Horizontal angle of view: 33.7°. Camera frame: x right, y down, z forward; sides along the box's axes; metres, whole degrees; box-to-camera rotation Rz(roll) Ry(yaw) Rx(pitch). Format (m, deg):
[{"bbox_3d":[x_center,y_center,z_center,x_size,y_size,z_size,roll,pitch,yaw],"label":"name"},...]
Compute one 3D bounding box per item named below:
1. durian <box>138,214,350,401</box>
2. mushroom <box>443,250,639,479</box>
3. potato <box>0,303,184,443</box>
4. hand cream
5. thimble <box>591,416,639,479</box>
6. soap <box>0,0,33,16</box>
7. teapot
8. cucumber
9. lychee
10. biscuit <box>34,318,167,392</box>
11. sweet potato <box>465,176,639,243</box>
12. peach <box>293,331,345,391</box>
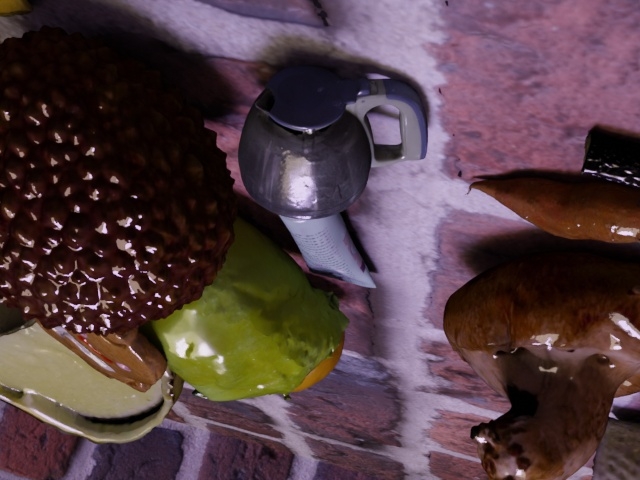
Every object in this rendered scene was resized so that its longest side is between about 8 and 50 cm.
[{"bbox_3d":[-0.155,0.058,1.234,0.256,0.204,0.340,6,155,39],"label":"durian"},{"bbox_3d":[0.254,0.123,1.102,0.267,0.254,0.267,21,-172,-3],"label":"mushroom"},{"bbox_3d":[-0.318,0.126,1.489,0.330,0.212,0.280,-22,127,31],"label":"potato"},{"bbox_3d":[0.000,0.000,1.158,0.085,0.058,0.331,10,161,14],"label":"hand cream"},{"bbox_3d":[0.493,0.408,1.580,0.150,0.271,0.271,4,158,28],"label":"thimble"},{"bbox_3d":[-0.279,-0.211,0.834,0.089,0.033,0.168,13,162,19],"label":"soap"},{"bbox_3d":[0.005,-0.081,0.851,0.149,0.111,0.108,19,148,11],"label":"teapot"},{"bbox_3d":[0.283,-0.049,0.813,0.163,0.039,0.043,13,-158,5],"label":"cucumber"},{"bbox_3d":[-0.203,-0.059,0.916,0.271,0.271,0.271,15,161,5],"label":"lychee"},{"bbox_3d":[-0.255,0.115,1.208,0.184,0.035,0.249,44,156,-19],"label":"biscuit"},{"bbox_3d":[0.210,-0.029,0.913,0.195,0.056,0.056,12,162,33],"label":"sweet potato"},{"bbox_3d":[-0.051,0.123,1.404,0.179,0.179,0.103,17,123,-2],"label":"peach"}]
